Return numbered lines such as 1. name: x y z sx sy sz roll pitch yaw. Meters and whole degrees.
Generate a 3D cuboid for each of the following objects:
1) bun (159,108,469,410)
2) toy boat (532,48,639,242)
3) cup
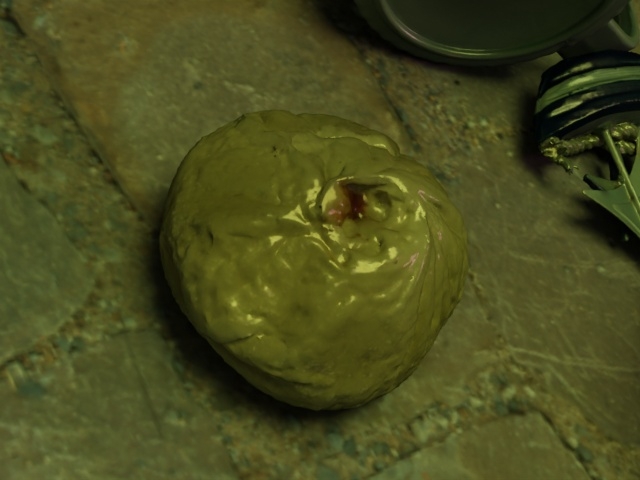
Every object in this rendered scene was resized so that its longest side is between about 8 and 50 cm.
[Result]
1. bun: 0.000 0.000 1.038 0.220 0.134 0.220 15 54 -22
2. toy boat: 0.270 -0.042 1.289 0.210 0.070 0.291 15 53 -19
3. cup: 0.136 -0.314 1.322 0.257 0.331 0.311 -6 56 4
